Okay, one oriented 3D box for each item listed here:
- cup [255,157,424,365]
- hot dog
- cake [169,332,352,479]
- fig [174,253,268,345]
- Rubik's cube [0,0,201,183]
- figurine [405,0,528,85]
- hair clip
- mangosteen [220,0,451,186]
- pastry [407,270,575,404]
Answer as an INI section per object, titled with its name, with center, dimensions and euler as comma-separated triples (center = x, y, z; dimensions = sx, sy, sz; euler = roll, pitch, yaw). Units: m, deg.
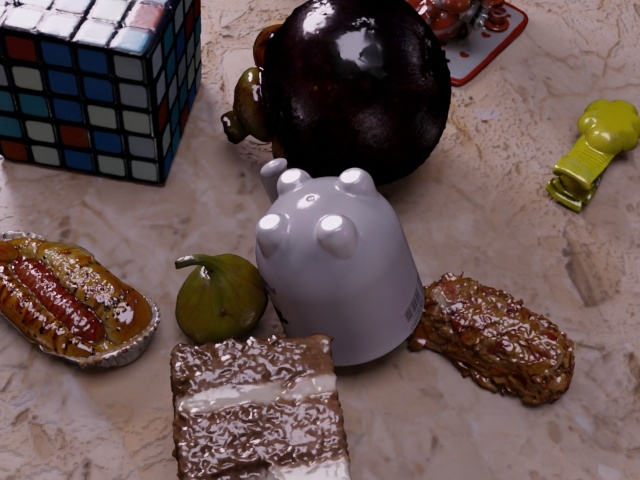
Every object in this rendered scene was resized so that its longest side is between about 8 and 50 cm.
[cup]
center = 0.012, 0.000, 0.842
dimensions = 0.134, 0.142, 0.173
euler = -10, 42, 13
[hot dog]
center = -0.236, 0.050, 0.857
dimensions = 0.192, 0.053, 0.099
euler = 31, 51, 16
[cake]
center = -0.048, 0.161, 0.739
dimensions = 0.135, 0.134, 0.147
euler = -6, 61, -10
[fig]
center = -0.089, 0.044, 0.846
dimensions = 0.084, 0.098, 0.082
euler = -3, 49, -6
[Rubik's cube]
center = -0.228, -0.192, 0.972
dimensions = 0.184, 0.182, 0.187
euler = 11, 51, 4
[figurine]
center = 0.162, -0.339, 1.102
dimensions = 0.160, 0.226, 0.183
euler = 32, 55, 21
[hair clip]
center = 0.303, -0.106, 1.040
dimensions = 0.072, 0.046, 0.173
euler = 34, 54, 16
[mangosteen]
center = 0.008, -0.147, 0.966
dimensions = 0.250, 0.211, 0.211
euler = -14, 46, 24
[pastry]
center = 0.154, 0.081, 0.862
dimensions = 0.169, 0.063, 0.087
euler = 26, 57, 16
